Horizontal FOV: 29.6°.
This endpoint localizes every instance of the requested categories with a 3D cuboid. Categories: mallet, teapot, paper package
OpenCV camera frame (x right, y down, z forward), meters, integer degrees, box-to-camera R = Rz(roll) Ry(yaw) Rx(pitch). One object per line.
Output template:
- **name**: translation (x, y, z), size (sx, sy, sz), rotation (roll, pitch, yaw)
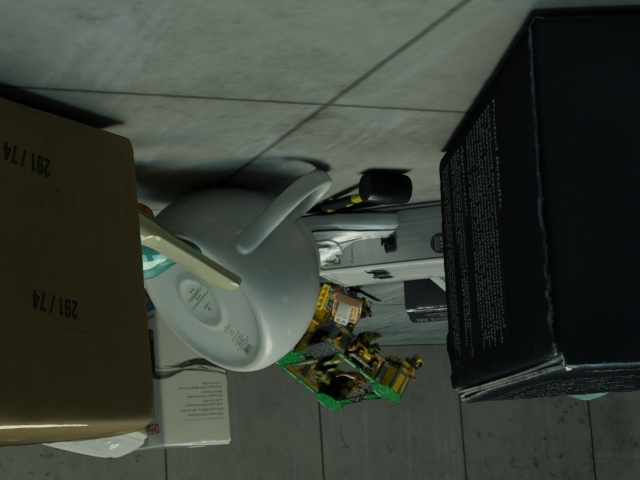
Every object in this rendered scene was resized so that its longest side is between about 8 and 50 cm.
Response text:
- **mallet**: translation (0.040, -0.055, 1.543), size (0.062, 0.039, 0.190), rotation (3, 172, -32)
- **teapot**: translation (-0.088, 0.024, 1.518), size (0.256, 0.252, 0.187), rotation (13, -139, 41)
- **paper package**: translation (-0.314, 0.029, 1.086), size (0.168, 0.309, 0.325), rotation (-12, 168, 28)

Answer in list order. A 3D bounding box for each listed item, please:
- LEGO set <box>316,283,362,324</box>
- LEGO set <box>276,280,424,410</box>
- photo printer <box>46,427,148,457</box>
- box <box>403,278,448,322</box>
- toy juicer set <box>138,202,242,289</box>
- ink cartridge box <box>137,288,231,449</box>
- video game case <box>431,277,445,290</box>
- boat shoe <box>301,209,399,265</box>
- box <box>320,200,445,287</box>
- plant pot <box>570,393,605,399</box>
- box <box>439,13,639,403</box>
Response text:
- **LEGO set**: translation (-0.055, 0.109, 2.203), size (0.287, 0.132, 0.107), rotation (-14, 176, 18)
- **LEGO set**: translation (0.061, 0.188, 2.379), size (0.255, 0.192, 0.331), rotation (36, 153, -10)
- **photo printer**: translation (-0.430, 0.209, 2.089), size (0.107, 0.307, 0.256), rotation (-28, 155, 14)
- **box**: translation (0.227, 0.080, 2.149), size (0.153, 0.108, 0.207), rotation (-4, 170, 5)
- **toy juicer set**: translation (-0.247, -0.025, 1.386), size (0.329, 0.089, 0.209), rotation (-3, 142, 48)
- **ink cartridge box**: translation (-0.262, 0.220, 2.188), size (0.129, 0.307, 0.223), rotation (0, 169, -24)
- **video game case**: translation (0.244, 0.054, 1.932), size (0.183, 0.023, 0.201), rotation (40, 156, -9)
- **boat shoe**: translation (0.000, 0.000, 1.673), size (0.226, 0.075, 0.083), rotation (-3, -175, 19)
- **box**: translation (0.149, 0.004, 1.750), size (0.290, 0.087, 0.169), rotation (-7, 170, 16)
- **plant pot**: translation (0.441, 0.149, 2.023), size (0.290, 0.195, 0.290), rotation (-34, 180, 0)
- **box**: translation (0.390, -0.008, 1.171), size (0.480, 0.297, 0.472), rotation (-2, 171, -4)
